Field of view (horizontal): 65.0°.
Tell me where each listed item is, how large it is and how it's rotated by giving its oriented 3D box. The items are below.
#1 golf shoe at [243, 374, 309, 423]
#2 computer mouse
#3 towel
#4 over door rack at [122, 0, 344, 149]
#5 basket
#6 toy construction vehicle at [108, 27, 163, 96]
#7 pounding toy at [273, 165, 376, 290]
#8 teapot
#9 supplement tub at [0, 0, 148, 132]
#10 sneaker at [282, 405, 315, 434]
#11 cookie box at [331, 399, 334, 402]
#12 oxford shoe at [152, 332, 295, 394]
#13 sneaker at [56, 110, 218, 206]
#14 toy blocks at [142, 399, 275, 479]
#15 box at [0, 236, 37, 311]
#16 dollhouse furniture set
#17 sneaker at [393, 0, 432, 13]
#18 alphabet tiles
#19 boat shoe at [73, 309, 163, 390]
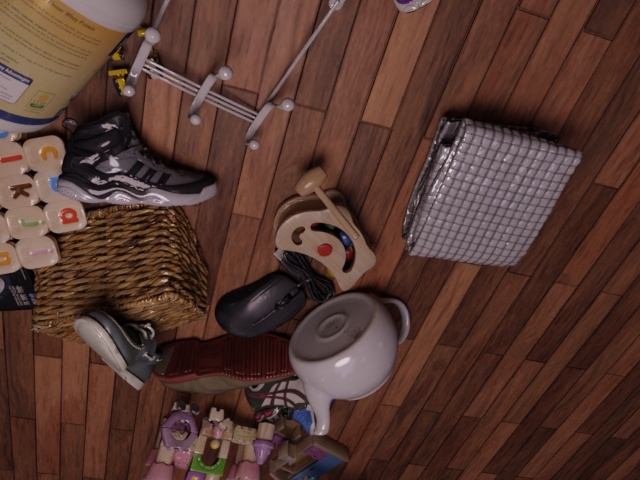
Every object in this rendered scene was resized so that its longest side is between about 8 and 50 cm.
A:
[{"bbox_3d":[-0.077,0.346,1.205,0.273,0.105,0.120,-30,92,25],"label":"golf shoe"},{"bbox_3d":[-0.119,0.137,1.097,0.272,0.072,0.188,-32,121,17],"label":"computer mouse"},{"bbox_3d":[0.301,-0.093,0.947,0.235,0.121,0.283,9,125,-8],"label":"towel"},{"bbox_3d":[-0.126,-0.306,0.753,0.240,0.108,0.324,20,121,-30],"label":"over door rack"},{"bbox_3d":[-0.388,0.068,1.019,0.300,0.222,0.213,-14,157,5],"label":"basket"},{"bbox_3d":[-0.304,-0.291,0.819,0.086,0.035,0.098,-9,133,3],"label":"toy construction vehicle"},{"bbox_3d":[0.000,0.000,0.961,0.154,0.154,0.269,-29,122,9],"label":"pounding toy"},{"bbox_3d":[0.071,0.244,1.081,0.256,0.252,0.187,-26,114,15],"label":"teapot"},{"bbox_3d":[-0.380,-0.323,0.670,0.316,0.228,0.228,-37,119,20],"label":"supplement tub"},{"bbox_3d":[-0.057,0.460,1.330,0.085,0.058,0.152,-4,127,1],"label":"sneaker"},{"bbox_3d":[0.014,0.355,1.273,0.092,0.040,0.107,27,118,-19],"label":"cookie box"},{"bbox_3d":[-0.208,0.297,1.187,0.349,0.122,0.130,-2,139,4],"label":"oxford shoe"},{"bbox_3d":[-0.309,-0.143,0.874,0.269,0.101,0.152,0,107,-24],"label":"sneaker"},{"bbox_3d":[-0.275,0.566,1.205,0.289,0.259,0.309,19,147,-15],"label":"toy blocks"},{"bbox_3d":[-0.637,0.049,0.996,0.148,0.077,0.180,-2,124,-2],"label":"box"},{"bbox_3d":[-0.060,0.684,1.333,0.286,0.303,0.198,37,113,-25],"label":"dollhouse furniture set"},{"bbox_3d":[0.183,-0.412,0.751,0.170,0.068,0.071,-28,116,15],"label":"sneaker"},{"bbox_3d":[-0.569,-0.081,0.889,0.278,0.021,0.283,-11,104,0],"label":"alphabet tiles"},{"bbox_3d":[-0.366,0.190,0.948,0.116,0.099,0.319,34,152,14],"label":"boat shoe"}]
